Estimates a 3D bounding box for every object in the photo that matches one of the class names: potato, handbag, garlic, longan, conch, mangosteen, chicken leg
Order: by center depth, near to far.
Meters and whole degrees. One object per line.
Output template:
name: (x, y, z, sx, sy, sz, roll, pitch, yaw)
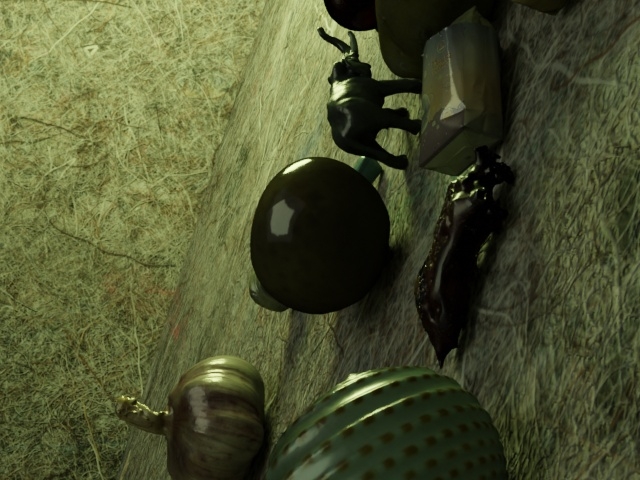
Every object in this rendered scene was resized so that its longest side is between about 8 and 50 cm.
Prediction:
conch: (0.043, 0.278, 1.139, 0.303, 0.215, 0.319, 108, 173, -53)
chicken leg: (0.149, 0.014, 1.356, 0.105, 0.063, 0.234, -111, 38, -77)
handbag: (0.168, -0.173, 1.473, 0.117, 0.095, 0.173, 140, 137, -57)
potato: (0.142, -0.308, 1.604, 0.178, 0.160, 0.235, -33, -35, -42)
longan: (0.000, 0.000, 1.700, 0.196, 0.196, 0.220, -94, 17, -58)
mangosteen: (0.079, -0.402, 2.036, 0.152, 0.152, 0.152, -162, 90, -77)
garlic: (-0.219, 0.298, 2.097, 0.245, 0.253, 0.245, -166, 90, -85)

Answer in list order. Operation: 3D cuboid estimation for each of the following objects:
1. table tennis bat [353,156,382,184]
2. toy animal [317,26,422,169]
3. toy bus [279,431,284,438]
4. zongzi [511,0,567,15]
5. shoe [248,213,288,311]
table tennis bat: (0.013, -0.024, 1.860, 0.038, 0.149, 0.237, 29, 83, 40)
toy animal: (0.071, -0.208, 1.806, 0.269, 0.137, 0.082, -97, 24, -43)
toy bus: (-0.057, 0.352, 1.790, 0.065, 0.047, 0.166, -142, 70, -80)
zongzi: (0.263, -0.345, 1.329, 0.160, 0.078, 0.176, -44, 27, 54)
shoe: (-0.058, 0.008, 2.158, 0.112, 0.099, 0.227, -42, 36, 53)
